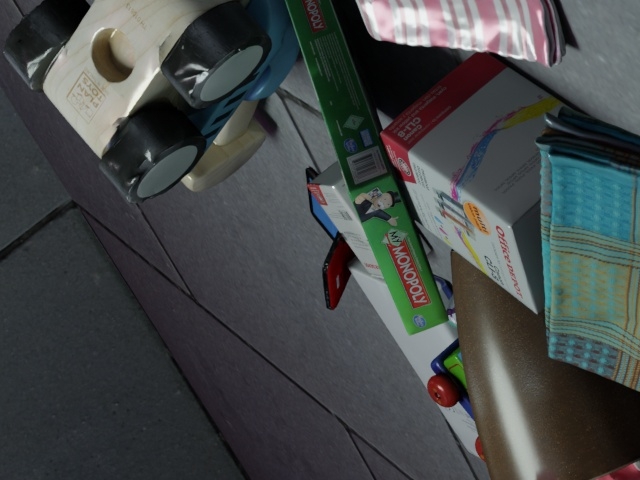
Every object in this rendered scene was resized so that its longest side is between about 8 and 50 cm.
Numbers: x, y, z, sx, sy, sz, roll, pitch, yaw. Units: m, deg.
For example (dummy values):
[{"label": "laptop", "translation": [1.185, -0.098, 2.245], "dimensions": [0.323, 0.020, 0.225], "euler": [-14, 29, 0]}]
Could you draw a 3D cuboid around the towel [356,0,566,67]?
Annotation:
[{"label": "towel", "translation": [0.097, -0.207, 1.604], "dimensions": [0.197, 0.029, 0.144], "euler": [11, 144, 34]}]

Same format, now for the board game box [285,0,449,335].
[{"label": "board game box", "translation": [0.041, -0.091, 1.922], "dimensions": [0.213, 0.046, 0.317], "euler": [64, -174, -46]}]

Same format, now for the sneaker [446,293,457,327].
[{"label": "sneaker", "translation": [0.181, 0.044, 2.101], "dimensions": [0.224, 0.083, 0.098], "euler": [180, 86, -84]}]

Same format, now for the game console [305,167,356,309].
[{"label": "game console", "translation": [0.000, 0.000, 2.496], "dimensions": [0.085, 0.124, 0.144], "euler": [20, 159, 12]}]

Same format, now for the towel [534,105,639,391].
[{"label": "towel", "translation": [0.297, 0.050, 1.553], "dimensions": [0.271, 0.040, 0.370], "euler": [22, 155, 18]}]

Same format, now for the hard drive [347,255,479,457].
[{"label": "hard drive", "translation": [0.168, 0.161, 2.455], "dimensions": [0.318, 0.040, 0.210], "euler": [57, 165, -24]}]

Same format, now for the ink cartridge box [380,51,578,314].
[{"label": "ink cartridge box", "translation": [0.166, -0.051, 1.721], "dimensions": [0.176, 0.127, 0.128], "euler": [38, 161, 39]}]

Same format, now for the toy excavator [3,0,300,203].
[{"label": "toy excavator", "translation": [-0.135, -0.185, 2.209], "dimensions": [0.222, 0.445, 0.433], "euler": [48, 125, 15]}]

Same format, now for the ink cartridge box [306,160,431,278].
[{"label": "ink cartridge box", "translation": [0.056, -0.026, 2.294], "dimensions": [0.135, 0.056, 0.099], "euler": [55, 166, -14]}]

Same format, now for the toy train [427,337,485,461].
[{"label": "toy train", "translation": [0.243, 0.203, 2.233], "dimensions": [0.248, 0.105, 0.143], "euler": [51, 153, 0]}]

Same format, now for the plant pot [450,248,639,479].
[{"label": "plant pot", "translation": [0.215, 0.092, 1.842], "dimensions": [0.230, 0.215, 0.215], "euler": [66, 165, -2]}]

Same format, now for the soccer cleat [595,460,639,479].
[{"label": "soccer cleat", "translation": [0.276, 0.194, 2.124], "dimensions": [0.248, 0.083, 0.095], "euler": [51, 171, -10]}]
